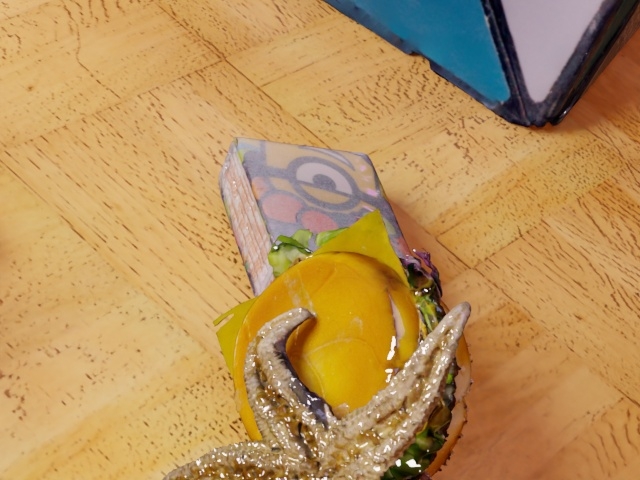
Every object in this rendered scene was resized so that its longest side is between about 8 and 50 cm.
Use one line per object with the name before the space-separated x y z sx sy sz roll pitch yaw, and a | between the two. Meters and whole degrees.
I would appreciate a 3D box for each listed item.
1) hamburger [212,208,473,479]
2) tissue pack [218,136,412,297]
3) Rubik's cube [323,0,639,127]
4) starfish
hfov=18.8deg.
hamburger | 0.021 0.077 1.143 0.093 0.164 0.190 19 55 -49
tissue pack | 0.000 0.000 1.294 0.108 0.060 0.148 5 41 -26
Rubik's cube | 0.174 -0.319 1.588 0.310 0.307 0.305 33 34 5
starfish | 0.000 0.126 1.041 0.057 0.238 0.213 44 15 -47
